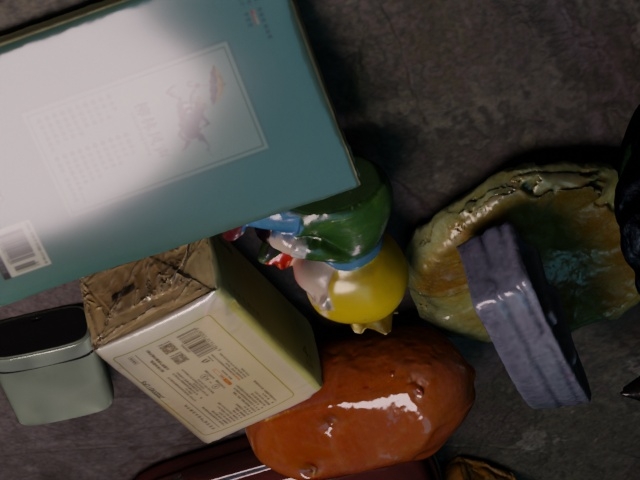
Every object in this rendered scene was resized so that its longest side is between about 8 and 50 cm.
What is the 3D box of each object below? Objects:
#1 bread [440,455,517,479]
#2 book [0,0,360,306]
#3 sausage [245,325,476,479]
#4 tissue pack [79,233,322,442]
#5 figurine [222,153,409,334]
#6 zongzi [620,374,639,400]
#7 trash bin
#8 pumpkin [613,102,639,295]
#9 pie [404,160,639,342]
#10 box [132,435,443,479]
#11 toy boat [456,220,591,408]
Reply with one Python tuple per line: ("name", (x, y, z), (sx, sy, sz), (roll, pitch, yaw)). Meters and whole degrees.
("bread", (0.190, 0.384, 2.156), (0.149, 0.158, 0.143), (21, 133, -36))
("book", (-0.176, -0.100, 1.538), (0.379, 0.031, 0.264), (-18, 121, 3))
("sausage", (0.044, 0.183, 1.860), (0.268, 0.141, 0.153), (-15, 112, 18))
("tissue pack", (-0.125, 0.096, 1.758), (0.159, 0.125, 0.234), (-27, 139, 15))
("figurine", (-0.003, 0.013, 1.713), (0.185, 0.127, 0.234), (-8, 149, -1))
("zongzi", (0.565, 0.141, 1.957), (0.362, 0.319, 0.383), (1, 155, -20))
("trash bin", (-0.294, 0.139, 1.805), (0.116, 0.059, 0.130), (-11, 140, -2))
("pumpkin", (0.455, -0.021, 1.626), (0.266, 0.363, 0.363), (-29, 139, 34))
("pie", (0.236, 0.015, 1.818), (0.306, 0.071, 0.306), (-8, 136, -7))
("box", (-0.046, 0.334, 2.060), (0.404, 0.108, 0.263), (-19, 139, 5))
("toy boat", (0.226, 0.095, 1.757), (0.078, 0.127, 0.283), (-22, 138, 10))
